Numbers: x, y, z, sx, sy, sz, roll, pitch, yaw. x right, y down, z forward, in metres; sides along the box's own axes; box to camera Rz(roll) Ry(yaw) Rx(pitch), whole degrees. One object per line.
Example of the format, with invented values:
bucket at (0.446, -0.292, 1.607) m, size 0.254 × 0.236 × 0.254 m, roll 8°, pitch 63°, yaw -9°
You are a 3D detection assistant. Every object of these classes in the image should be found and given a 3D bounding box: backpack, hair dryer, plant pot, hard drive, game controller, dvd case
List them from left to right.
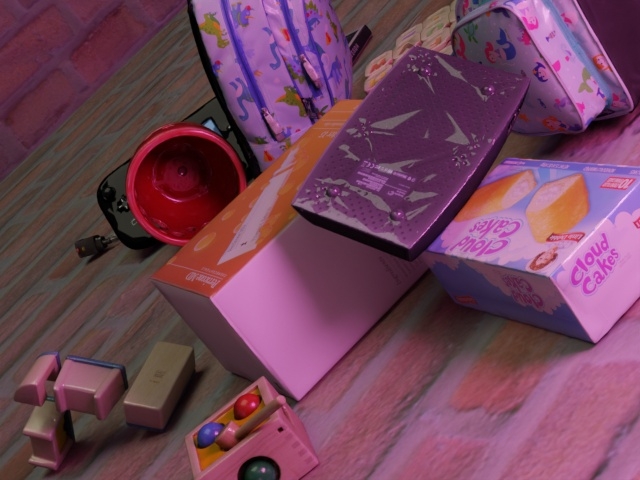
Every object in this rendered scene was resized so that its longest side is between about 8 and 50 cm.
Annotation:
hair dryer at (-0.322, -0.089, 2.522) m, size 0.293 × 0.080 × 0.223 m, roll -22°, pitch 25°, yaw 36°
plant pot at (-0.220, -0.097, 2.214) m, size 0.191 × 0.191 × 0.174 m, roll -39°, pitch 15°, yaw -1°
game controller at (-0.231, -0.119, 2.362) m, size 0.319 × 0.067 × 0.166 m, roll -36°, pitch 53°, yaw 3°
backpack at (-0.071, -0.287, 2.125) m, size 0.273 × 0.355 × 0.290 m, roll -28°, pitch 22°, yaw 24°
dvd case at (-0.017, -0.293, 2.517) m, size 0.179 × 0.029 × 0.238 m, roll -21°, pitch 27°, yaw 39°
hard drive at (0.103, -0.094, 1.490) m, size 0.172 × 0.054 × 0.254 m, roll 21°, pitch 61°, yaw 31°
backpack at (0.270, -0.237, 1.633) m, size 0.191 × 0.225 × 0.253 m, roll -38°, pitch 16°, yaw -15°

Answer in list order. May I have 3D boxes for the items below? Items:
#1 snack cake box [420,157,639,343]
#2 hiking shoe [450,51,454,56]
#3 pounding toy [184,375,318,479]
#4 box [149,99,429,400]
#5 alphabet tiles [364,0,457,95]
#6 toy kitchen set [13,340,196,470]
snack cake box at (0.227, 0.002, 1.381) m, size 0.152 × 0.089 × 0.264 m, roll -43°, pitch 20°, yaw -15°
hiking shoe at (0.199, -0.187, 1.857) m, size 0.304 × 0.113 × 0.132 m, roll -54°, pitch -1°, yaw -31°
pounding toy at (-0.072, 0.208, 1.427) m, size 0.130 × 0.100 × 0.141 m, roll -38°, pitch 20°, yaw 2°
box at (0.000, 0.000, 1.655) m, size 0.345 × 0.168 × 0.215 m, roll -45°, pitch 21°, yaw -16°
alphabet tiles at (0.192, -0.334, 2.264) m, size 0.284 × 0.021 × 0.278 m, roll -31°, pitch 22°, yaw 18°
toy kitchen set at (-0.276, 0.221, 1.808) m, size 0.207 × 0.166 × 0.122 m, roll 10°, pitch 39°, yaw 14°
